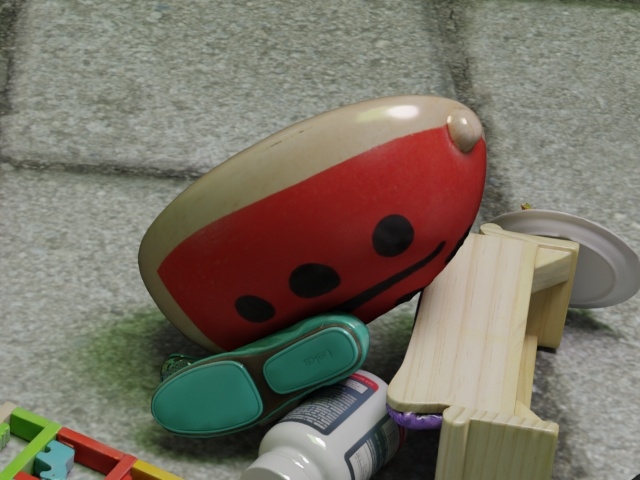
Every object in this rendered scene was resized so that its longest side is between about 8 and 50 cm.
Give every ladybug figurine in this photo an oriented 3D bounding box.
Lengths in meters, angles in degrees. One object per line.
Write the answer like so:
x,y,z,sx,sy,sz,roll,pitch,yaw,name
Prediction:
0.000,0.000,1.752,0.305,0.449,0.162,5,60,-44,ladybug figurine

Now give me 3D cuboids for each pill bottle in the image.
0.000,0.216,1.698,0.108,0.108,0.180,27,38,23,pill bottle

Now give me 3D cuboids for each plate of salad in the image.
0.283,0.016,1.975,0.200,0.200,0.048,15,59,7,plate of salad

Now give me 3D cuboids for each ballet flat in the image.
-0.080,0.168,1.800,0.188,0.070,0.070,6,35,-1,ballet flat
-0.055,0.138,1.727,0.247,0.083,0.087,-22,2,19,ballet flat

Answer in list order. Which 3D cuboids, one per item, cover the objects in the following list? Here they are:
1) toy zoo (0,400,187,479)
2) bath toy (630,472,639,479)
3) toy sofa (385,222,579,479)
-0.235,0.272,1.630,0.293,0.030,0.192,21,36,15,toy zoo
0.398,0.210,1.651,0.151,0.129,0.348,25,70,31,bath toy
0.174,0.140,1.812,0.177,0.150,0.362,8,35,6,toy sofa
